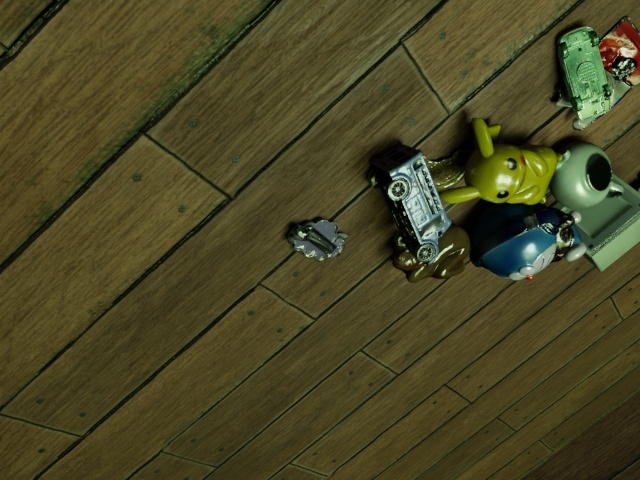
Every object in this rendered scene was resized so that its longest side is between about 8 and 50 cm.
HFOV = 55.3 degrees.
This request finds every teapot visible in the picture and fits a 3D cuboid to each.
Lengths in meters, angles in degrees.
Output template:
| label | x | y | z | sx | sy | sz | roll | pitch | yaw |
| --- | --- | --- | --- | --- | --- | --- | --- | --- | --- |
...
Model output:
| label | x | y | z | sx | sy | sz | roll | pitch | yaw |
| --- | --- | --- | --- | --- | --- | --- | --- | --- | --- |
| teapot | 0.735 | -0.182 | 1.712 | 0.294 | 0.129 | 0.193 | 22 | 80 | -25 |

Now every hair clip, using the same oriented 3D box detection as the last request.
| label | x | y | z | sx | sy | sz | roll | pitch | yaw |
| --- | --- | --- | --- | --- | --- | --- | --- | --- | --- |
| hair clip | 0.000 | 0.002 | 1.571 | 0.124 | 0.052 | 0.195 | -41 | 140 | 18 |

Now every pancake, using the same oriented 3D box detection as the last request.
| label | x | y | z | sx | sy | sz | roll | pitch | yaw |
| --- | --- | --- | --- | --- | --- | --- | --- | --- | --- |
| pancake | 0.324 | -0.198 | 1.593 | 0.190 | 0.020 | 0.184 | -34 | 135 | 2 |

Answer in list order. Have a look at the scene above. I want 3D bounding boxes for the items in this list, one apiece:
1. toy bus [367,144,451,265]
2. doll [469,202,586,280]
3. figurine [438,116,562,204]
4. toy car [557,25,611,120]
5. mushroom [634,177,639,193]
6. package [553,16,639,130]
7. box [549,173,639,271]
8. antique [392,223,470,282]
| label | x | y | z | sx | sy | sz | roll | pitch | yaw |
| --- | --- | --- | --- | --- | --- | --- | --- | --- | --- |
| toy bus | 0.232 | -0.085 | 1.523 | 0.133 | 0.125 | 0.292 | -32 | 119 | -8 |
| doll | 0.579 | -0.005 | 1.753 | 0.310 | 0.240 | 0.284 | -13 | 160 | -34 |
| figurine | 0.473 | -0.188 | 1.564 | 0.327 | 0.169 | 0.218 | -5 | 115 | -42 |
| toy car | 0.647 | -0.414 | 1.515 | 0.090 | 0.076 | 0.224 | -21 | 106 | 5 |
| mushroom | 1.091 | -0.152 | 1.987 | 0.188 | 0.141 | 0.117 | -23 | 169 | -4 |
| package | 0.738 | -0.421 | 1.596 | 0.194 | 0.071 | 0.269 | 34 | 101 | -37 |
| box | 0.843 | -0.070 | 1.839 | 0.225 | 0.225 | 0.117 | -42 | 135 | 10 |
| antique | 0.311 | 0.031 | 1.717 | 0.257 | 0.121 | 0.143 | -7 | 123 | -24 |
